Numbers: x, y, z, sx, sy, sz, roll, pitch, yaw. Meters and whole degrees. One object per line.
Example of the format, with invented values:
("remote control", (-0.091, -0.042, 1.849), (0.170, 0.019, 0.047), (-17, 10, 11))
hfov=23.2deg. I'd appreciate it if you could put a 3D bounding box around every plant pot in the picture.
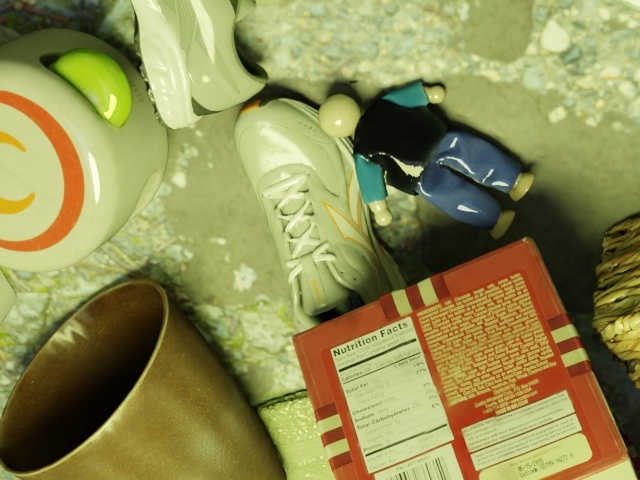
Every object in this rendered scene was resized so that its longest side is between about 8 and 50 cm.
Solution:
("plant pot", (-0.144, 0.189, 1.459), (0.215, 0.215, 0.230), (-33, 121, 25))

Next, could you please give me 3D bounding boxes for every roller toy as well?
("roller toy", (-0.238, -0.081, 1.349), (0.209, 0.146, 0.191), (3, 113, 20))

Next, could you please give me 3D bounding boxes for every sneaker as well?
("sneaker", (-0.118, -0.228, 1.283), (0.108, 0.100, 0.271), (-15, 118, 4))
("sneaker", (0.000, 0.000, 1.357), (0.099, 0.121, 0.262), (-22, 111, 22))

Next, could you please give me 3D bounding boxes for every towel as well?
("towel", (0.020, 0.187, 1.508), (0.148, 0.027, 0.110), (-13, 114, 18))

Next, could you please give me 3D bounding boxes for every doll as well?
("doll", (0.083, -0.069, 1.332), (0.189, 0.046, 0.129), (29, 88, -4))

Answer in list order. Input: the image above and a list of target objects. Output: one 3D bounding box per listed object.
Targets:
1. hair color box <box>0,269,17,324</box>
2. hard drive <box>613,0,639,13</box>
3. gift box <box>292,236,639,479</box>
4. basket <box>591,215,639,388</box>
("hair color box", (-0.399, 0.079, 1.352), (0.105, 0.347, 0.174), (-16, 113, 19))
("hard drive", (0.302, -0.210, 1.236), (0.135, 0.022, 0.094), (24, 120, -2))
("gift box", (0.135, 0.200, 1.296), (0.255, 0.276, 0.258), (-20, 146, 9))
("basket", (0.398, 0.056, 1.250), (0.299, 0.213, 0.223), (-30, 108, 25))
